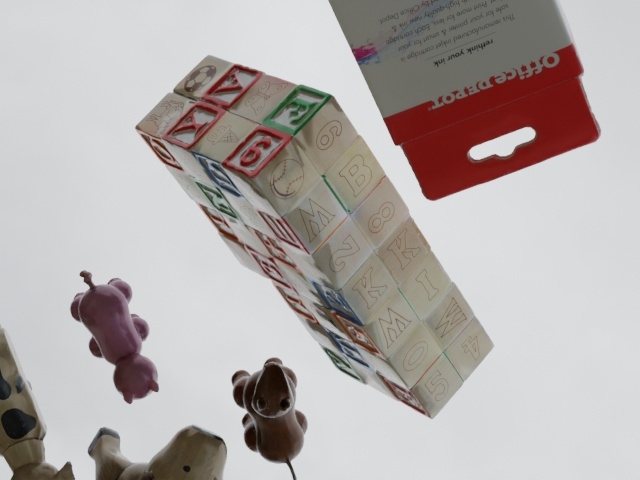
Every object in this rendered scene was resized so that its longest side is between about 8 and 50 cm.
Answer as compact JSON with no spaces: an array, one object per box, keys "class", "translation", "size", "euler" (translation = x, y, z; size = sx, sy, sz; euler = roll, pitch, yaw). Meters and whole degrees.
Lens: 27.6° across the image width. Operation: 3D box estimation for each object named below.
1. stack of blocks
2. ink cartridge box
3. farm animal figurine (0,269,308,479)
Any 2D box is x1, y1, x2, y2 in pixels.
[{"class":"stack of blocks","translation":[0.000,0.000,1.049],"size":[0.171,0.087,0.297],"euler":[24,-24,50]},{"class":"ink cartridge box","translation":[0.085,-0.155,0.855],"size":[0.134,0.078,0.231],"euler":[-20,-65,15]},{"class":"farm animal figurine","translation":[-0.165,0.206,1.089],"size":[0.172,0.330,0.327],"euler":[-128,-129,-65]}]
